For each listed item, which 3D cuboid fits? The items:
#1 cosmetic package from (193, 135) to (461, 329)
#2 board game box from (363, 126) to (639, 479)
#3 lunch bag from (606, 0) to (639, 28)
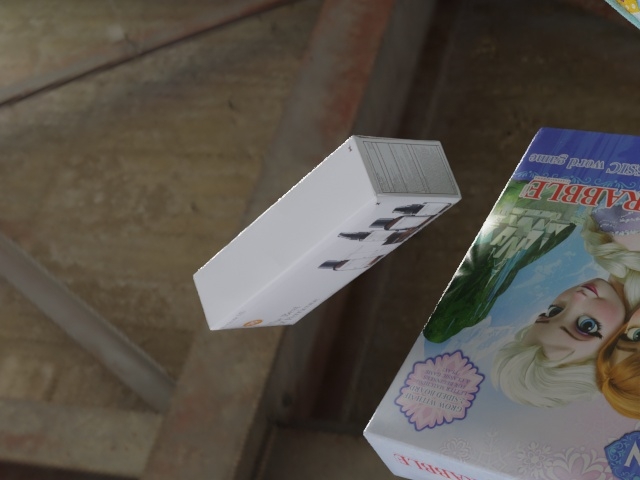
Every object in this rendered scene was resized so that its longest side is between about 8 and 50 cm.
[{"bbox_3d":[0.000,0.000,1.051,0.099,0.239,0.060,1,-119,-40],"label":"cosmetic package"},{"bbox_3d":[0.237,0.063,0.917,0.318,0.066,0.318,9,-123,41],"label":"board game box"},{"bbox_3d":[0.285,-0.176,0.763,0.108,0.224,0.279,-31,-107,-28],"label":"lunch bag"}]
